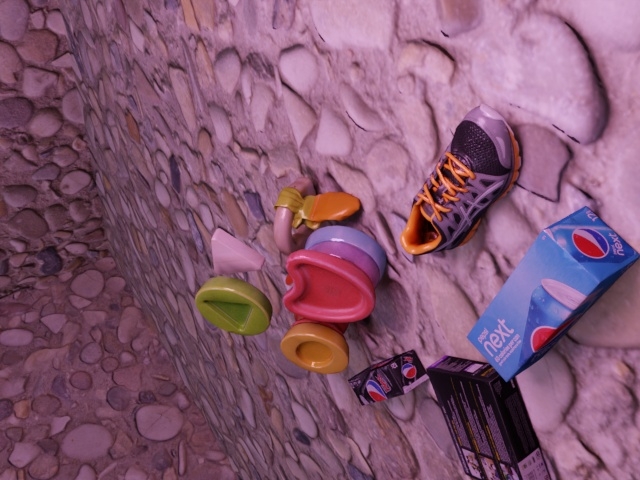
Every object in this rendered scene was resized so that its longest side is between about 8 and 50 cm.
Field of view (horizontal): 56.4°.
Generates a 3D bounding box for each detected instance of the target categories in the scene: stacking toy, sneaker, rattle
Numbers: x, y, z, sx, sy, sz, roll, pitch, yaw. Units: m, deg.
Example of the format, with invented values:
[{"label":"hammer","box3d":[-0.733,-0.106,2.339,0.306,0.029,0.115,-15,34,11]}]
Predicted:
[{"label":"stacking toy","box3d":[-0.046,0.065,0.979,0.279,0.130,0.309,21,140,-1]},{"label":"sneaker","box3d":[0.150,-0.054,0.667,0.084,0.083,0.215,50,148,30]},{"label":"rattle","box3d":[0.000,0.000,0.998,0.130,0.142,0.200,-74,-16,-59]}]

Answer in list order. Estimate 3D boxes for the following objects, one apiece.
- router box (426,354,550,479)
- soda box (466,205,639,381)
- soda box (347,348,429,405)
[{"label":"router box","box3d":[0.228,0.254,0.822,0.133,0.046,0.179,-6,106,63]},{"label":"soda box","box3d":[0.234,0.064,0.629,0.071,0.067,0.210,51,151,26]},{"label":"soda box","box3d":[0.110,0.233,1.003,0.053,0.060,0.169,60,153,9]}]
